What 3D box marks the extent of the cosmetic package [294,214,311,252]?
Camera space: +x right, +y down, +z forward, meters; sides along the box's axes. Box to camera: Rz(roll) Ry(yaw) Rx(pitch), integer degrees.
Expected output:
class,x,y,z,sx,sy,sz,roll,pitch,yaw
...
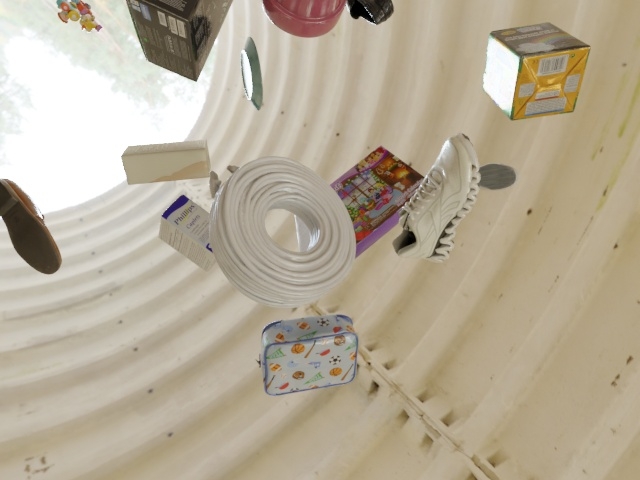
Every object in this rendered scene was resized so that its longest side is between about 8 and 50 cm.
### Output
class,x,y,z,sx,sy,sz,roll,pitch,yaw
cosmetic package,0.000,0.000,1.259,0.085,0.117,0.231,-50,-140,42

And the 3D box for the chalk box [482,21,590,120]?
class,x,y,z,sx,sy,sz,roll,pitch,yaw
chalk box,0.581,-0.491,1.203,0.180,0.179,0.289,-8,-140,3

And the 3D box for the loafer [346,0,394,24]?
class,x,y,z,sx,sy,sz,roll,pitch,yaw
loafer,0.102,-0.651,1.162,0.078,0.076,0.223,-46,-122,-2

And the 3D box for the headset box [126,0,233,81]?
class,x,y,z,sx,sy,sz,roll,pitch,yaw
headset box,-0.286,-0.549,0.932,0.246,0.131,0.283,152,-41,-76

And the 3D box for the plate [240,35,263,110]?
class,x,y,z,sx,sy,sz,roll,pitch,yaw
plate,-0.190,-0.446,1.144,0.024,0.188,0.188,-11,-138,-18

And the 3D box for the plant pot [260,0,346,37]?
class,x,y,z,sx,sy,sz,roll,pitch,yaw
plant pot,-0.023,-0.586,0.922,0.201,0.201,0.180,-62,-174,-19

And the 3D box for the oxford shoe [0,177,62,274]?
class,x,y,z,sx,sy,sz,roll,pitch,yaw
oxford shoe,-0.565,-0.033,0.832,0.076,0.212,0.076,-28,-175,7

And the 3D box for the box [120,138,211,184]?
class,x,y,z,sx,sy,sz,roll,pitch,yaw
box,-0.598,-0.311,1.668,0.311,0.121,0.148,-7,-151,-8

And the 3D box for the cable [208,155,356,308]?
class,x,y,z,sx,sy,sz,roll,pitch,yaw
cable,-0.057,-0.018,0.714,0.089,0.257,0.257,-40,-131,52

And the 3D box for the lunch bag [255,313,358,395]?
class,x,y,z,sx,sy,sz,roll,pitch,yaw
lunch bag,-0.040,0.347,1.268,0.303,0.243,0.115,-4,-149,-12

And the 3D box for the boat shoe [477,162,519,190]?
class,x,y,z,sx,sy,sz,roll,pitch,yaw
boat shoe,0.513,-0.197,1.306,0.226,0.075,0.083,12,-73,54

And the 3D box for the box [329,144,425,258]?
class,x,y,z,sx,sy,sz,roll,pitch,yaw
box,0.119,-0.103,1.122,0.293,0.057,0.201,-39,-123,-8

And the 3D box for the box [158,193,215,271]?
class,x,y,z,sx,sy,sz,roll,pitch,yaw
box,-0.272,-0.013,0.922,0.072,0.137,0.126,-57,-173,-30

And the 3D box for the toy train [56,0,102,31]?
class,x,y,z,sx,sy,sz,roll,pitch,yaw
toy train,-0.631,-0.586,1.078,0.046,0.125,0.166,-38,-174,11

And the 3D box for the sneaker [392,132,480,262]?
class,x,y,z,sx,sy,sz,roll,pitch,yaw
sneaker,0.224,-0.070,0.842,0.118,0.292,0.110,-1,-142,-12
